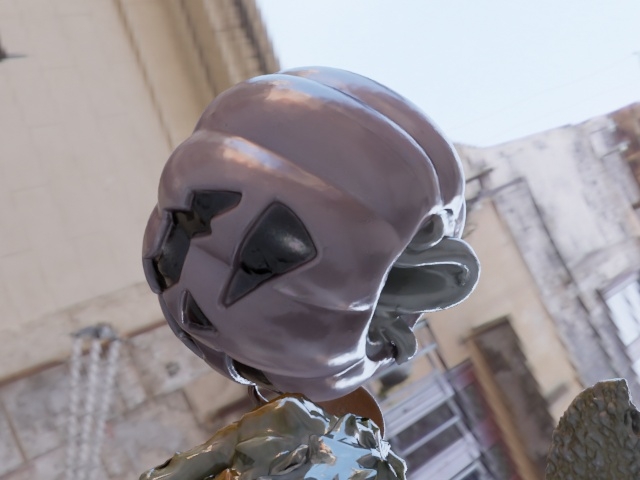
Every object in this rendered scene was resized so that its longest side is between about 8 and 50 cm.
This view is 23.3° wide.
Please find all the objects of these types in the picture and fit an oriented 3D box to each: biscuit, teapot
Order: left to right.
[{"bbox_3d":[-0.005,0.191,1.517,0.173,0.116,0.116,42,-65,-3],"label":"teapot"},{"bbox_3d":[0.257,0.250,1.406,0.133,0.032,0.250,-13,-90,53],"label":"biscuit"}]

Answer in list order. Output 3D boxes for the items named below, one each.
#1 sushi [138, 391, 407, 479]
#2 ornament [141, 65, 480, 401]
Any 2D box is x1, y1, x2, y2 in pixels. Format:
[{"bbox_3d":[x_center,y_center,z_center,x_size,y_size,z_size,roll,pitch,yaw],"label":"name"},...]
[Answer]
[{"bbox_3d":[0.024,0.188,0.560,0.139,0.184,0.274,-32,-103,-4],"label":"sushi"},{"bbox_3d":[0.000,0.000,0.822,0.177,0.177,0.178,5,-79,26],"label":"ornament"}]
